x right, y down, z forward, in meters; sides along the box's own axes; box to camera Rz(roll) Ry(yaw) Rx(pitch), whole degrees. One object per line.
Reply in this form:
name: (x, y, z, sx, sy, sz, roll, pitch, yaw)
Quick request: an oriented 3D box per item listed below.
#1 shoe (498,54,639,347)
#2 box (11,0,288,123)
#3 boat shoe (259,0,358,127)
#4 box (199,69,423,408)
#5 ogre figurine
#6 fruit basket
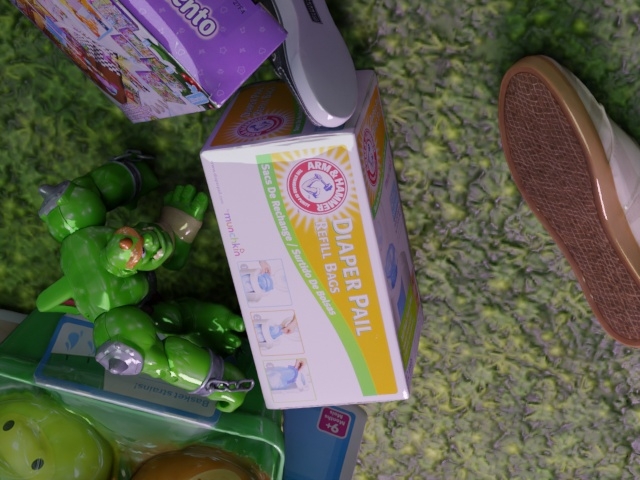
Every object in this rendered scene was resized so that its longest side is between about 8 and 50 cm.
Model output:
shoe: (0.185, -0.032, 0.903, 0.076, 0.058, 0.219, -6, 117, 50)
box: (-0.139, -0.160, 0.771, 0.201, 0.293, 0.057, 45, 81, -14)
boat shoe: (-0.014, -0.125, 0.854, 0.049, 0.142, 0.040, 10, 142, -40)
box: (0.000, 0.000, 0.918, 0.103, 0.114, 0.203, -6, 116, 14)
ogre figurine: (-0.123, 0.026, 0.905, 0.097, 0.118, 0.197, -14, 82, 35)
fruit basket: (-0.154, 0.201, 0.919, 0.327, 0.353, 0.165, 14, 130, 5)
